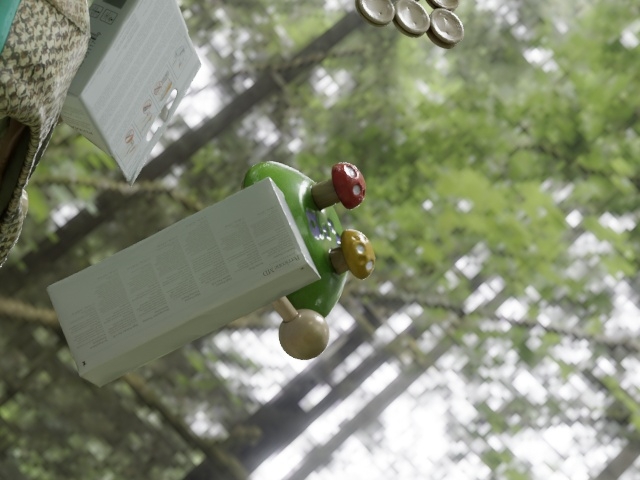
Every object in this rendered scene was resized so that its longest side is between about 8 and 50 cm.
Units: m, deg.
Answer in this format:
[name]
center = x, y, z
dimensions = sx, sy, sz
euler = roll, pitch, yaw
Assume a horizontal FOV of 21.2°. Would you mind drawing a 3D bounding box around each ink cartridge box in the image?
[ink cartridge box]
center = -0.224, -0.194, 1.972
dimensions = 0.066, 0.189, 0.232
euler = 25, -18, 14

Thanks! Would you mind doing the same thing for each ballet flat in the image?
[ballet flat]
center = -0.289, -0.031, 1.235
dimensions = 0.164, 0.182, 0.483
euler = 20, -32, -13

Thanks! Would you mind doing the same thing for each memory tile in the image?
[memory tile]
center = 0.072, -0.240, 1.510
dimensions = 0.012, 0.113, 0.148
euler = -43, -135, 47

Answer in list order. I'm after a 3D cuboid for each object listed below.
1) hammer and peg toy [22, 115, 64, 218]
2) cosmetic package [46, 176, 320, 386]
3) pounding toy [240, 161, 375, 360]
[hammer and peg toy]
center = -0.395, -0.106, 1.912
dimensions = 0.361, 0.266, 0.127
euler = 13, -20, 46
[cosmetic package]
center = -0.129, 0.041, 1.613
dimensions = 0.099, 0.239, 0.060
euler = 66, 5, 24
[pounding toy]
center = 0.000, 0.000, 1.787
dimensions = 0.110, 0.237, 0.183
euler = -20, -70, 18
